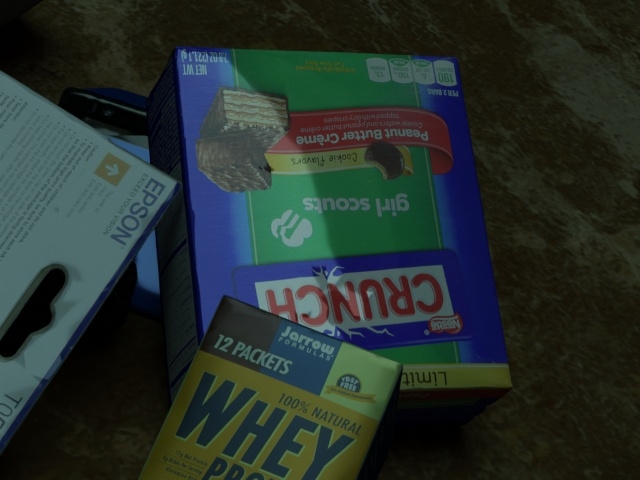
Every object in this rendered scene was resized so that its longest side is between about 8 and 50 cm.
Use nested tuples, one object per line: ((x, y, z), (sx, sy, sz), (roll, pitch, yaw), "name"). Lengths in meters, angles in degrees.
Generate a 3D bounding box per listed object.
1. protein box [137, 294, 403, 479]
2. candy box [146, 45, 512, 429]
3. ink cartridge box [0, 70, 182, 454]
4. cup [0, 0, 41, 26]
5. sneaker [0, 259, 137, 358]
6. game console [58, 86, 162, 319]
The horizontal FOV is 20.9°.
((-0.042, 0.181, 1.229), (0.136, 0.200, 0.201), (21, 69, 8), "protein box")
((0.000, 0.000, 1.495), (0.268, 0.122, 0.317), (0, 69, -18), "candy box")
((-0.334, 0.004, 1.394), (0.330, 0.071, 0.324), (32, 69, 2), "ink cartridge box")
((-0.441, -0.302, 1.717), (0.331, 0.331, 0.237), (31, 66, 20), "cup")
((-0.296, 0.041, 1.467), (0.293, 0.102, 0.146), (-6, 59, -12), "sneaker")
((-0.122, -0.026, 1.664), (0.293, 0.173, 0.250), (19, 7, 5), "game console")
